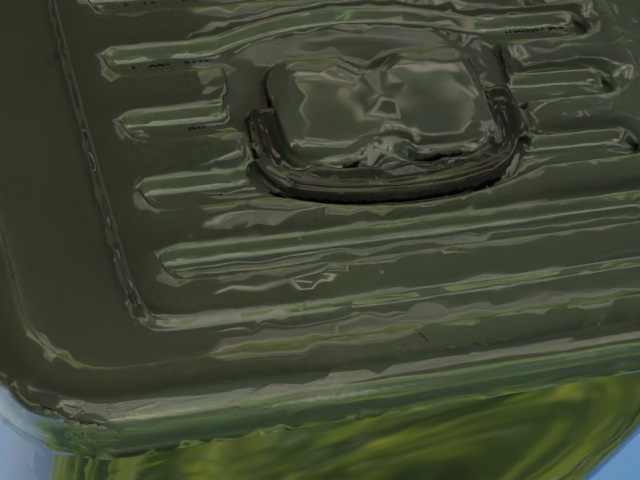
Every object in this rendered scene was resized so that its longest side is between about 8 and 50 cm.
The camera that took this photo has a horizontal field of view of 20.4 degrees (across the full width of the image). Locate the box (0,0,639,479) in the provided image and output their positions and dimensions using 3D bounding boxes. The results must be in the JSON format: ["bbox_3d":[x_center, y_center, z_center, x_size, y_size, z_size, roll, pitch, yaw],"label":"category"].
[{"bbox_3d":[0.000,0.000,0.498,0.243,0.135,0.163,-8,-121,-21],"label":"box"}]
